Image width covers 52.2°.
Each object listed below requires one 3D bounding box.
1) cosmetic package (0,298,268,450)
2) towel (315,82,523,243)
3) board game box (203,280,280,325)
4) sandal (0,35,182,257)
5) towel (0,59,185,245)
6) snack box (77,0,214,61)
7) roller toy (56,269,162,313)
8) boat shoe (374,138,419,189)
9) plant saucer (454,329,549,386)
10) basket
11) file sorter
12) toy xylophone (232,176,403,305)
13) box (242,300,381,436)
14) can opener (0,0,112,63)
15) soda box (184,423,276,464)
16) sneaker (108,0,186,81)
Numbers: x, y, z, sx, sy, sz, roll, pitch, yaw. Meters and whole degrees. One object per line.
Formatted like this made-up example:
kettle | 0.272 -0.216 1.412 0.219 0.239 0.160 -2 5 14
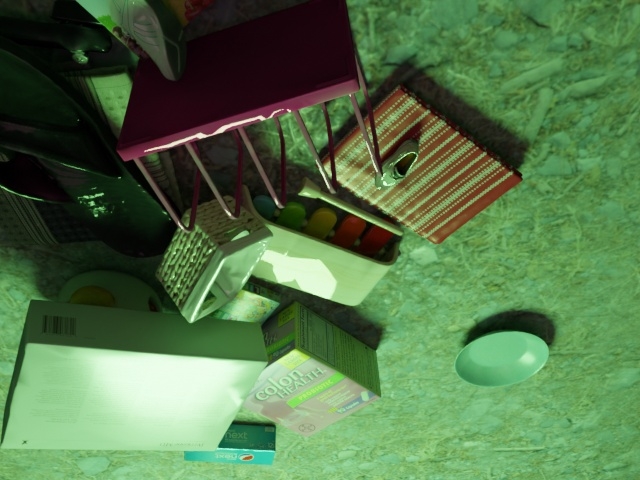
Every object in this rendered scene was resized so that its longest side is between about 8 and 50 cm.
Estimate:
cosmetic package | -0.317 0.244 1.109 0.377 0.097 0.284 10 127 -27
towel | 0.158 -0.109 1.027 0.275 0.031 0.199 30 128 -25
board game box | -0.167 0.113 1.226 0.154 0.026 0.103 23 129 -22
sandal | -0.356 -0.106 0.885 0.168 0.107 0.446 -24 131 24
towel | -0.382 -0.121 0.987 0.312 0.056 0.324 -3 136 5
snack box | -0.222 -0.342 0.759 0.175 0.070 0.207 -31 126 25
roller toy | -0.386 0.161 1.179 0.191 0.146 0.209 31 125 -29
boat shoe | 0.115 -0.106 0.985 0.035 0.035 0.100 26 130 -22
plant saucer | 0.373 0.237 1.362 0.195 0.037 0.194 -1 134 -1
basket | -0.169 0.025 1.008 0.103 0.113 0.167 45 127 15
file sorter | -0.077 -0.155 0.858 0.291 0.202 0.182 -14 136 11
toy xylophone | 0.000 0.000 1.087 0.323 0.081 0.236 27 127 -25
box | -0.038 0.267 1.318 0.214 0.117 0.243 -36 125 28
can opener | -0.362 -0.269 0.843 0.186 0.073 0.059 1 172 0
soda box | -0.213 0.481 1.548 0.210 0.067 0.071 6 134 -8
sneaker | -0.205 -0.256 0.766 0.061 0.053 0.152 -2 135 21
